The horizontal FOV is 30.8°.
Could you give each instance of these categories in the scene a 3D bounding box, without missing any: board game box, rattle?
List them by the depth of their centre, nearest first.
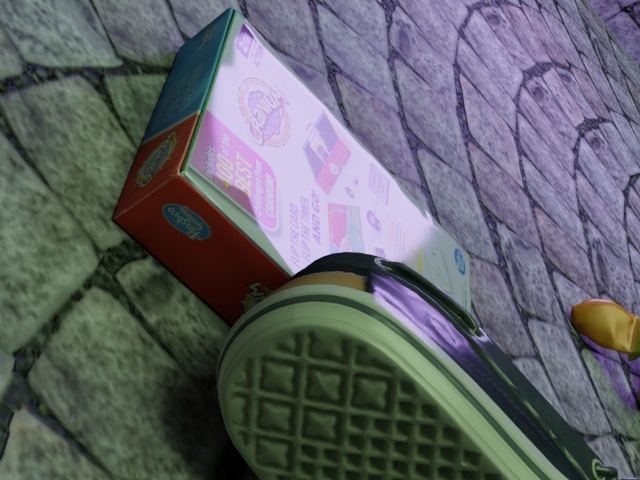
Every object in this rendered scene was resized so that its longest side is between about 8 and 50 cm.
[{"bbox_3d":[0.000,0.000,0.897,0.316,0.064,0.242,45,29,-24],"label":"board game box"},{"bbox_3d":[0.382,0.134,1.442,0.200,0.143,0.130,-5,97,-77],"label":"rattle"}]

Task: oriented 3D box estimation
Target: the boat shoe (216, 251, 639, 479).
[{"bbox_3d":[0.130,0.202,0.756,0.500,0.187,0.156,49,23,-13],"label":"boat shoe"}]
